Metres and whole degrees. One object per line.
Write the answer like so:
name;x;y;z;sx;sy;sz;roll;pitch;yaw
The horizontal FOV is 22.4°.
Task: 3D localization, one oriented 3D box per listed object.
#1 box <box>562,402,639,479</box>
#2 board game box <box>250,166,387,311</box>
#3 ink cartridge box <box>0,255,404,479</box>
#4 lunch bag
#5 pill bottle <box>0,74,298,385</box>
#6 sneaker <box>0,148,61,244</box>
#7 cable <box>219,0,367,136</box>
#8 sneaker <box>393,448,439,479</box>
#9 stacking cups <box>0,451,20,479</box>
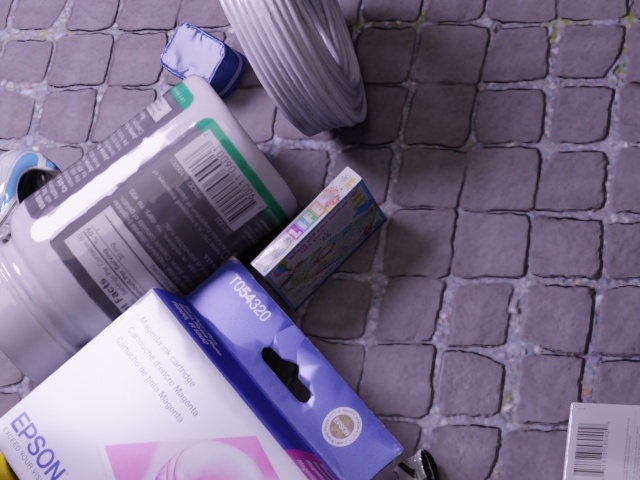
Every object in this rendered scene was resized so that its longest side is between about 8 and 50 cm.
box;0.301;0.223;1.614;0.102;0.087;0.101;1;65;19
board game box;0.000;0.000;1.823;0.154;0.103;0.026;-45;59;-6
ink cartridge box;-0.137;0.208;1.682;0.330;0.071;0.324;-42;58;-3
lunch bag;-0.146;-0.223;2.009;0.098;0.065;0.067;35;96;29
pill bottle;-0.222;-0.008;1.847;0.361;0.204;0.204;-37;59;-1
sneaker;-0.394;-0.005;1.977;0.086;0.085;0.237;13;71;30
cable;-0.033;-0.243;1.868;0.089;0.257;0.257;-23;74;14
sneaker;0.105;0.275;1.692;0.043;0.040;0.109;-26;54;25
stacking cups;-0.479;0.270;1.879;0.316;0.096;0.096;-12;61;19
